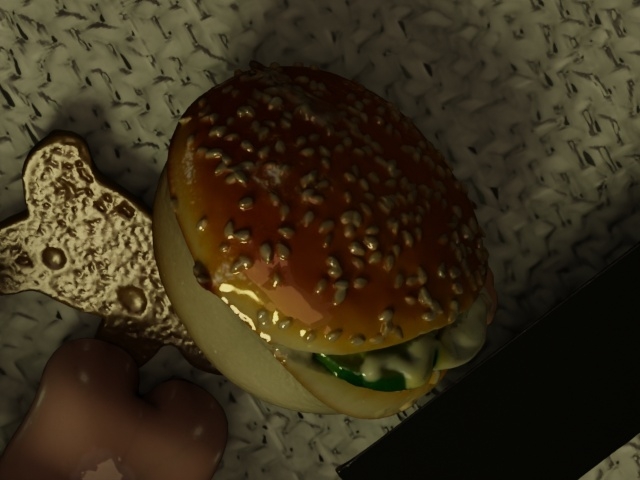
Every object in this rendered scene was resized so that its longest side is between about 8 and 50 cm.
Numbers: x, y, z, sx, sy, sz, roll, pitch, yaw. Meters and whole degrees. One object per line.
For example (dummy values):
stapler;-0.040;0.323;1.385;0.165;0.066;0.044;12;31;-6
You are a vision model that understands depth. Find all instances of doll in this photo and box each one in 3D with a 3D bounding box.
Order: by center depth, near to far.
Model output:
doll;-0.159;0.209;1.015;0.284;0.268;0.216;25;107;-9

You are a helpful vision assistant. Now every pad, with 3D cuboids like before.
pad;0.167;0.095;1.098;0.300;0.005;0.202;-38;142;4

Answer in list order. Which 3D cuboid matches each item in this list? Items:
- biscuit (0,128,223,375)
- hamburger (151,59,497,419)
biscuit;-0.113;0.022;1.102;0.205;0.031;0.138;27;108;-10
hamburger;0.001;-0.003;1.022;0.147;0.237;0.237;-31;106;38
